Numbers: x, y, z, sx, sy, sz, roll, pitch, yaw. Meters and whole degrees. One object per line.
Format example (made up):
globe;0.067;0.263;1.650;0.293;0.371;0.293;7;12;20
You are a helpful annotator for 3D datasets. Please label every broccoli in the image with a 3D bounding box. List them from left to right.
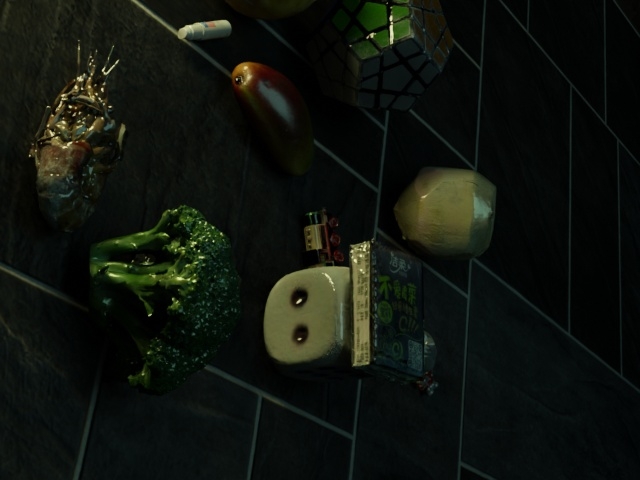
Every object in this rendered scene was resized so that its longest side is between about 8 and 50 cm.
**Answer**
broccoli;-0.243;0.089;1.594;0.265;0.246;0.294;-177;-86;-87

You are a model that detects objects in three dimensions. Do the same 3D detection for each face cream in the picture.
face cream;-0.221;-0.396;1.957;0.130;0.034;0.034;-25;99;-53

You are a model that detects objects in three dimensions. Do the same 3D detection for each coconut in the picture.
coconut;0.286;-0.061;2.389;0.227;0.231;0.227;6;90;-78

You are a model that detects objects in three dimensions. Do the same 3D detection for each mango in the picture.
mango;-0.081;-0.242;2.033;0.267;0.111;0.133;59;27;-30

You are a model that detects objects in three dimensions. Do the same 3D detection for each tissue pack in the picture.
tissue pack;0.123;0.133;1.889;0.173;0.073;0.235;23;61;-49

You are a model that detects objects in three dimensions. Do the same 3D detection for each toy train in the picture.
toy train;0.000;0.000;2.114;0.087;0.050;0.137;2;77;-50

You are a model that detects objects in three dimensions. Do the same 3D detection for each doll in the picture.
doll;0.230;0.269;2.321;0.094;0.079;0.180;-44;127;-49

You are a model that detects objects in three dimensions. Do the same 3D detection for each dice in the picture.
dice;0.017;0.162;1.962;0.193;0.194;0.191;25;61;-50

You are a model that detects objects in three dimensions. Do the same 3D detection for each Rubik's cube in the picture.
Rubik's cube;0.128;-0.423;2.237;0.264;0.319;0.319;36;47;-9

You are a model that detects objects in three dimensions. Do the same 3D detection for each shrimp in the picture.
shrimp;-0.378;-0.174;1.606;0.145;0.117;0.342;46;43;-55

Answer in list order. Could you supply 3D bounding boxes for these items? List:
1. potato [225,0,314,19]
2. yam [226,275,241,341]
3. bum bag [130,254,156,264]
potato;-0.110;-0.545;2.018;0.285;0.243;0.242;48;44;-43
yam;-0.176;0.118;1.837;0.054;0.054;0.132;41;48;-39
bum bag;-0.250;0.058;1.758;0.198;0.049;0.087;14;73;-52
